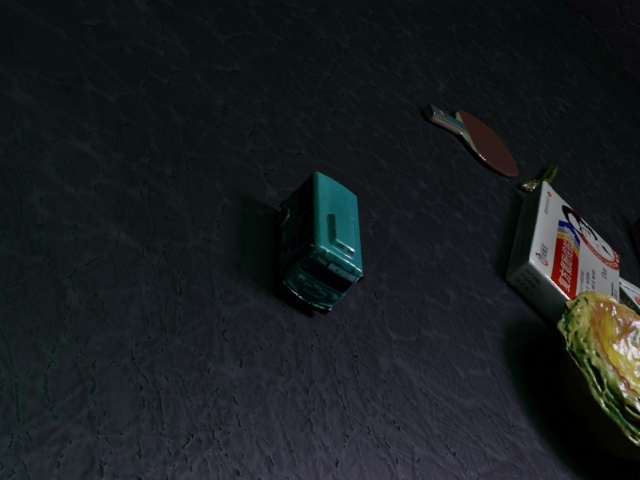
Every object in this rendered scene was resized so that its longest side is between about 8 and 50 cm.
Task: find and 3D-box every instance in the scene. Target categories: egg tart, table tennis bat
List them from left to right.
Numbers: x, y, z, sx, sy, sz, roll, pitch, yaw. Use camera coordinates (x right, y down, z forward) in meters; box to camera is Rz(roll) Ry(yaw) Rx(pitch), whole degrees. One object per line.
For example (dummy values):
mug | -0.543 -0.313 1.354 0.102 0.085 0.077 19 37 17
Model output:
table tennis bat | 0.293 -0.201 1.847 0.274 0.021 0.154 21 38 -41
egg tart | 0.445 0.220 1.420 0.319 0.128 0.319 32 32 -23

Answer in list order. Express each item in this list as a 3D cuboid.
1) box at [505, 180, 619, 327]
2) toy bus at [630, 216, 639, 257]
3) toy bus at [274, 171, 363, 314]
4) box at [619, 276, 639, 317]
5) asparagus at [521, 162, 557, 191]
box | 0.436 0.046 1.689 0.214 0.069 0.353 44 27 -6
toy bus | 0.761 0.034 2.080 0.090 0.112 0.274 36 31 -19
toy bus | 0.000 0.000 1.135 0.079 0.092 0.160 31 33 -24
box | 0.615 0.138 1.804 0.109 0.029 0.198 25 24 -33
asparagus | 0.452 -0.125 1.956 0.034 0.027 0.236 46 29 9
